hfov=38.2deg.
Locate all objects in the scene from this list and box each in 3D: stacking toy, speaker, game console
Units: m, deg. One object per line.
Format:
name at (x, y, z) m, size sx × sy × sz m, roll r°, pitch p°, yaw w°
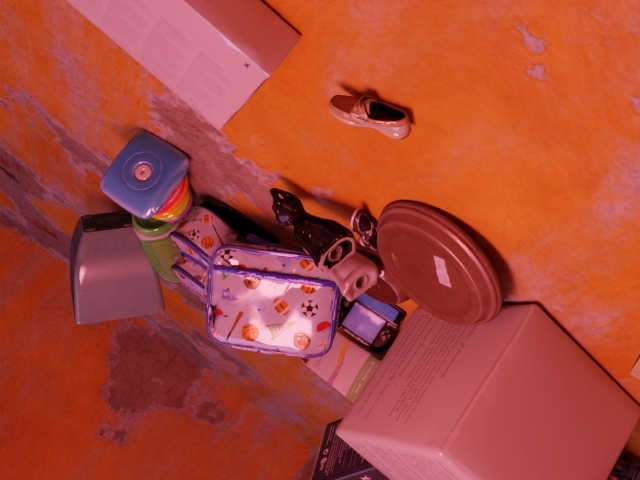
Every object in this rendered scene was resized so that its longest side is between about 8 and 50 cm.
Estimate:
stacking toy at (-0.362, -0.103, 2.148) m, size 0.166 × 0.175 × 0.302 m, roll 33°, pitch 170°, yaw 18°
speaker at (-0.404, 0.001, 2.426) m, size 0.131 × 0.131 × 0.296 m, roll 29°, pitch 158°, yaw 20°
game console at (0.103, 0.170, 2.059) m, size 0.144 × 0.124 × 0.085 m, roll 34°, pitch -175°, yaw 9°

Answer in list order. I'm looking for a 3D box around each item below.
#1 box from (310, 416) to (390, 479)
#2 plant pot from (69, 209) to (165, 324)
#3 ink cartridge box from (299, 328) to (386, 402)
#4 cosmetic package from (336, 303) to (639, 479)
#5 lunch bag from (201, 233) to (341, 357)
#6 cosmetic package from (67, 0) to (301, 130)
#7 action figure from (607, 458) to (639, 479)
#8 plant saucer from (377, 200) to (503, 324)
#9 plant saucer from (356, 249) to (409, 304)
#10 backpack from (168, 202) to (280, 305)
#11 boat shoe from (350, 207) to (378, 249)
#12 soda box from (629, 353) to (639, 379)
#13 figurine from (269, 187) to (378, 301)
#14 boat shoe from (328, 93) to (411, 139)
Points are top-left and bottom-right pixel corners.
box at (0.226, 0.560, 2.273) m, size 0.395 × 0.212 × 0.293 m, roll -29°, pitch 117°, yaw 33°
plant pot at (-0.584, 0.058, 2.602) m, size 0.248 × 0.247 × 0.252 m, roll -129°, pitch 36°, yaw -62°
ink cartridge box at (0.110, 0.317, 2.181) m, size 0.207 × 0.119 × 0.353 m, roll 31°, pitch 178°, yaw -30°
cosmetic package at (0.310, 0.347, 1.763) m, size 0.329 × 0.327 × 0.394 m, roll 43°, pitch 159°, yaw -17°
lunch bag at (-0.105, 0.117, 1.989) m, size 0.303 × 0.243 × 0.115 m, roll 8°, pitch -169°, yaw 6°
cosmetic package at (-0.240, -0.364, 1.455) m, size 0.377 × 0.097 × 0.284 m, roll 40°, pitch 160°, yaw -10°
action figure at (0.625, 0.548, 1.914) m, size 0.341 × 0.178 × 0.330 m, roll 15°, pitch 160°, yaw 47°
plant saucer at (0.201, 0.049, 1.646) m, size 0.278 × 0.041 × 0.278 m, roll 37°, pitch 153°, yaw 23°
plant saucer at (0.112, 0.082, 1.933) m, size 0.168 × 0.029 × 0.168 m, roll 32°, pitch 158°, yaw 15°
backpack at (-0.237, 0.046, 2.177) m, size 0.263 × 0.213 × 0.276 m, roll 47°, pitch 162°, yaw 3°
boat shoe at (0.088, -0.019, 1.734) m, size 0.038 × 0.046 × 0.125 m, roll 26°, pitch 159°, yaw 27°
soda box at (0.532, 0.167, 1.415) m, size 0.061 × 0.058 × 0.181 m, roll 29°, pitch 158°, yaw 18°
figurine at (0.000, 0.000, 1.823) m, size 0.209 × 0.092 × 0.215 m, roll 43°, pitch 176°, yaw 36°
boat shoe at (0.074, -0.196, 1.390) m, size 0.135 × 0.050 × 0.045 m, roll 19°, pitch 151°, yaw 15°
